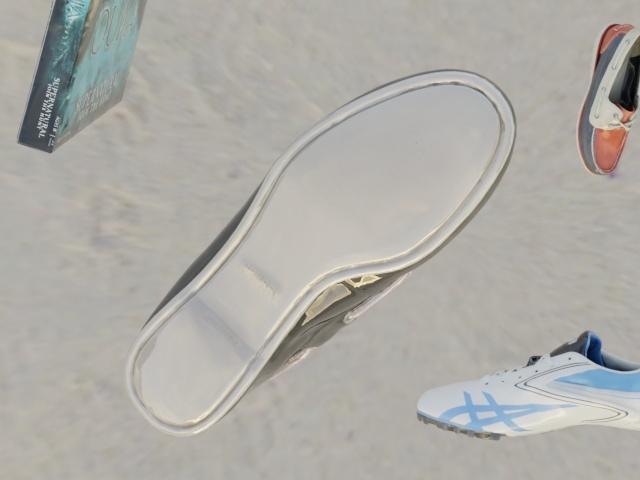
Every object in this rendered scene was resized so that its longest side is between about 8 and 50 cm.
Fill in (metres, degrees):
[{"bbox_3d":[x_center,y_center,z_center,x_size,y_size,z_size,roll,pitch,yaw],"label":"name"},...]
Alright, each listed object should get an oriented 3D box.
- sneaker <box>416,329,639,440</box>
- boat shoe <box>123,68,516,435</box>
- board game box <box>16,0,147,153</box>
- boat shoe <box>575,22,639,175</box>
[{"bbox_3d":[0.191,0.120,1.519,0.237,0.085,0.086,-7,87,24],"label":"sneaker"},{"bbox_3d":[0.000,0.000,1.193,0.335,0.095,0.112,-42,88,24],"label":"boat shoe"},{"bbox_3d":[-0.139,-0.133,1.139,0.026,0.186,0.126,18,106,2],"label":"board game box"},{"bbox_3d":[0.257,-0.121,1.599,0.049,0.043,0.137,-2,106,-34],"label":"boat shoe"}]
